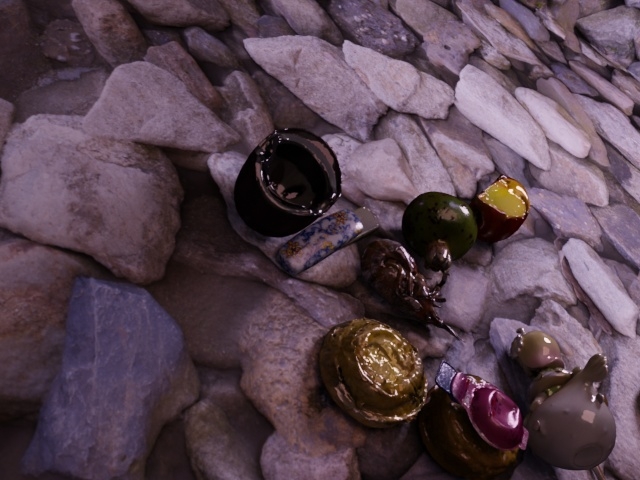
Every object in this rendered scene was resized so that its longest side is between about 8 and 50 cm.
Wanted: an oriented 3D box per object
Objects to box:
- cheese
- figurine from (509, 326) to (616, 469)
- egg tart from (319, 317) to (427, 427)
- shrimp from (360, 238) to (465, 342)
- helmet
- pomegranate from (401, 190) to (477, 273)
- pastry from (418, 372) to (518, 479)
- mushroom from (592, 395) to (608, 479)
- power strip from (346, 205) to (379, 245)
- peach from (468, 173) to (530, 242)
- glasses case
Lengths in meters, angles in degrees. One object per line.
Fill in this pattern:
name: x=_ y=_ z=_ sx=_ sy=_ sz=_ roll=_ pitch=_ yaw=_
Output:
cheese: x=0.341 y=0.351 z=1.392 sx=0.244 sy=0.062 sz=0.155 roll=38 pitch=39 yaw=-2
figurine: x=0.590 y=0.350 z=1.614 sx=0.226 sy=0.275 sz=0.394 roll=22 pitch=30 yaw=-21
egg tart: x=0.129 y=0.282 z=1.468 sx=0.278 sy=0.095 sz=0.279 roll=16 pitch=50 yaw=-20
shrimp: x=0.243 y=0.129 z=1.643 sx=0.343 sy=0.116 sz=0.145 roll=44 pitch=69 yaw=0
helmet: x=-0.087 y=-0.125 z=1.587 sx=0.225 sy=0.177 sz=0.305 roll=45 pitch=38 yaw=-2
pomegranate: x=0.311 y=-0.016 z=1.743 sx=0.202 sy=0.202 sz=0.248 roll=28 pitch=43 yaw=-11
pastry: x=0.344 y=0.417 z=1.473 sx=0.235 sy=0.132 sz=0.240 roll=26 pitch=48 yaw=-12
mushroom: x=0.710 y=0.525 z=1.693 sx=0.068 sy=0.043 sz=0.306 roll=14 pitch=47 yaw=10
power strip: x=0.089 y=-0.037 z=1.733 sx=0.168 sy=0.028 sz=0.076 roll=-25 pitch=72 yaw=-40
peach: x=0.522 y=-0.082 z=1.955 sx=0.159 sy=0.154 sz=0.267 roll=45 pitch=38 yaw=7
glasses case: x=0.000 y=0.000 z=1.608 sx=0.248 sy=0.065 sz=0.087 roll=-34 pitch=73 yaw=-32
